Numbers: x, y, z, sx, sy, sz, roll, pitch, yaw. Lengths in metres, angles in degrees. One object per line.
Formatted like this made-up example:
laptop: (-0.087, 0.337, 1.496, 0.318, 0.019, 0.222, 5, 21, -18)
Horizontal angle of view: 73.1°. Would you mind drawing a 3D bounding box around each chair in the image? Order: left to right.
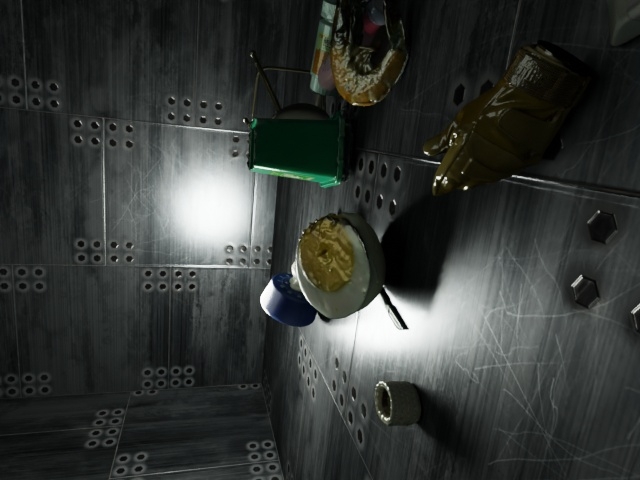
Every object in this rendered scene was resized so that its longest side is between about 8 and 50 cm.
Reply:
chair: (-0.137, -0.577, 1.967, 0.365, 0.361, 0.411, 108, 154, -43)

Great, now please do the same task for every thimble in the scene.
thimble: (0.201, 0.421, 1.123, 0.115, 0.090, 0.102, -105, 27, -50)

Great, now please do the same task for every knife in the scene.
knife: (0.202, 0.201, 1.275, 0.210, 0.015, 0.028, -116, 38, -57)

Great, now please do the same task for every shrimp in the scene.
shrimp: (0.133, -0.630, 1.270, 0.271, 0.085, 0.446, 7, 109, 39)

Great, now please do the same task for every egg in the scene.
egg: (0.091, 0.069, 1.341, 0.336, 0.200, 0.338, 14, 109, 48)

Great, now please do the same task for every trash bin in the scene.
trash bin: (-0.079, -0.367, 1.662, 0.259, 0.380, 0.296, -170, 82, -73)

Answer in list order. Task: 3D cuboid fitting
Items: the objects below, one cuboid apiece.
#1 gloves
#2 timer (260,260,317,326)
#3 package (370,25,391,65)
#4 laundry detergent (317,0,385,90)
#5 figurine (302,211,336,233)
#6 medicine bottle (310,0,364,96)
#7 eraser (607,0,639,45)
gloves: (0.299, -0.176, 0.750, 0.331, 0.154, 0.141, 122, 149, -47)
timer: (-0.084, 0.159, 1.934, 0.384, 0.270, 0.270, -66, 23, 18)
package: (0.171, -0.583, 1.421, 0.251, 0.062, 0.204, -66, 24, 23)
laundry detergent: (0.107, -0.649, 1.438, 0.335, 0.087, 0.159, -35, 39, 53)
figurine: (0.002, -0.001, 1.712, 0.247, 0.172, 0.177, -109, 26, -50)
medicine bottle: (0.055, -0.725, 1.642, 0.158, 0.157, 0.319, -107, 25, -49)
eraser: (0.438, -0.331, 0.439, 0.352, 0.061, 0.089, 159, 113, -72)
